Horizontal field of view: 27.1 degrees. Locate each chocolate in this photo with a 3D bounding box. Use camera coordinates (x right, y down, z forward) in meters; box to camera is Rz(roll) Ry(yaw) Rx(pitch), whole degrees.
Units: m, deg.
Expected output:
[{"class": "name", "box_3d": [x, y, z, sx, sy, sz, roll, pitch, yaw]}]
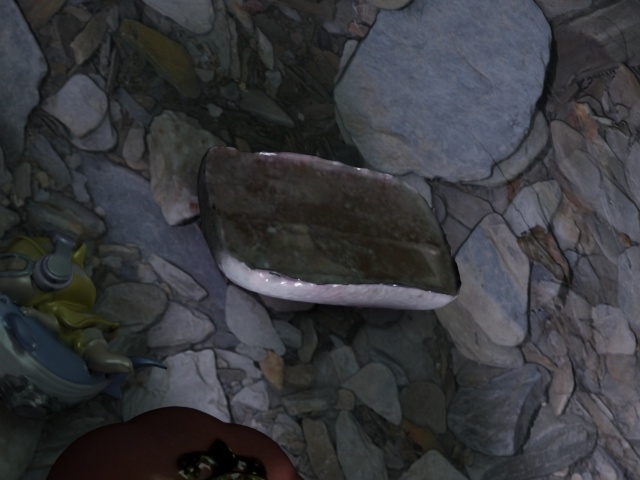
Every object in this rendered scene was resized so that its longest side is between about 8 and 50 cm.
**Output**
[{"class": "chocolate", "box_3d": [0.000, 0.000, 1.472, 0.303, 0.100, 0.185, 10, 51, -31]}]

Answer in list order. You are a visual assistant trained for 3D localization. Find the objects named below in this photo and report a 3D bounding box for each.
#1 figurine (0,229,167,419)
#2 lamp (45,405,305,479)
[{"class": "figurine", "box_3d": [-0.253, 0.085, 1.258, 0.208, 0.128, 0.183, 30, 50, -25]}, {"class": "lamp", "box_3d": [-0.115, 0.288, 1.156, 0.305, 0.239, 0.305, 14, 58, -24]}]
